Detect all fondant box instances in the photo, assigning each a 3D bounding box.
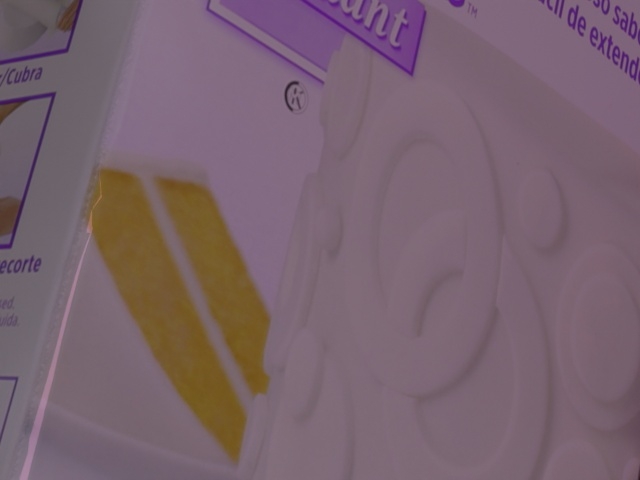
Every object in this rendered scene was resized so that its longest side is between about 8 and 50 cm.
[{"bbox_3d":[0.000,0.000,0.505,0.238,0.096,0.330,29,65,-42],"label":"fondant box"}]
